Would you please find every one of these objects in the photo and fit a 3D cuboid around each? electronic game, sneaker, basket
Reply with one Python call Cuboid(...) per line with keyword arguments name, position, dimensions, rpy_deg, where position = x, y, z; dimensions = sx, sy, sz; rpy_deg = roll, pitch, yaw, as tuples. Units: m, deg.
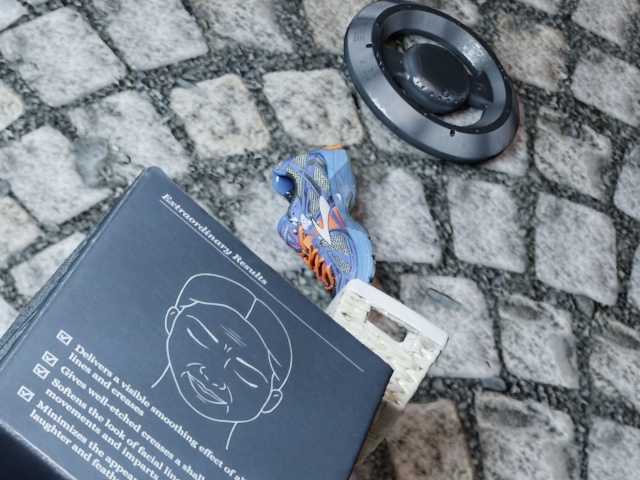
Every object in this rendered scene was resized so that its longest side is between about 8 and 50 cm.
Cuboid(name="electronic game", position=(0.128, -0.183, 2.262), dimensions=(0.229, 0.048, 0.229), rpy_deg=(20, 47, -22))
Cuboid(name="sneaker", position=(0.000, 0.000, 2.055), dimensions=(0.087, 0.083, 0.221), rpy_deg=(-4, 52, -13))
Cuboid(name="basket", position=(0.031, 0.134, 1.904), dimensions=(0.113, 0.167, 0.103), rpy_deg=(31, 54, -2))

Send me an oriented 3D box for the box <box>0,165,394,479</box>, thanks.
Cuboid(name="box", position=(-0.150, 0.176, 1.660), dimensions=(0.293, 0.212, 0.395), rpy_deg=(40, 33, -7))
